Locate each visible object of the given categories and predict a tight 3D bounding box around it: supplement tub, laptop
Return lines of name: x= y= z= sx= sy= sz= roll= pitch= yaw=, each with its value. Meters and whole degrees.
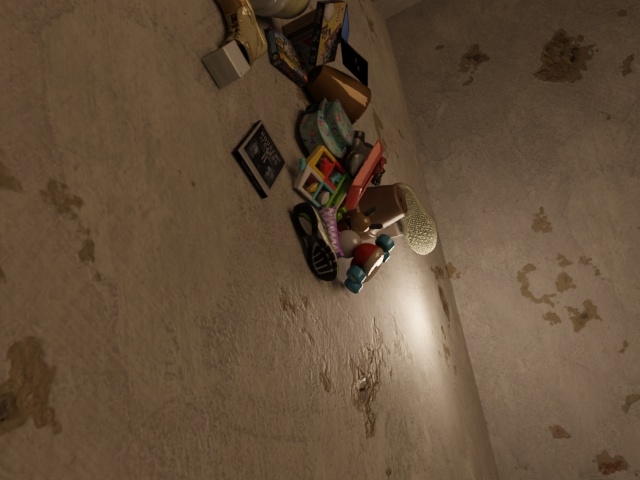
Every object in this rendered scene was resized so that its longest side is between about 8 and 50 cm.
supplement tub: x=-0.181 y=-0.976 z=1.733 sx=0.235 sy=0.236 sz=0.325 roll=66 pitch=26 yaw=-13
laptop: x=0.164 y=-0.865 z=2.044 sx=0.264 sy=0.136 sz=0.234 roll=47 pitch=0 yaw=9

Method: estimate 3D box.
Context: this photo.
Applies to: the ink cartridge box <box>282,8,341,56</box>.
ink cartridge box: x=-0.027 y=-0.930 z=2.054 sx=0.235 sy=0.193 sz=0.088 roll=-13 pitch=87 yaw=-63

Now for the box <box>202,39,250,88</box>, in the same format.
box: x=-0.291 y=-0.549 z=1.419 sx=0.101 sy=0.087 sz=0.102 roll=58 pitch=29 yaw=-27

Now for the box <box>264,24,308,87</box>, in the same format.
box: x=-0.138 y=-0.762 z=1.902 sx=0.233 sy=0.044 sz=0.159 roll=14 pitch=61 yaw=-60

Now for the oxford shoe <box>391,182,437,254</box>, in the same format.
oxford shoe: x=0.467 y=-0.119 z=2.313 sx=0.449 sy=0.169 sz=0.130 roll=57 pitch=13 yaw=-28

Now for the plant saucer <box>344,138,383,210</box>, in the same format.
plant saucer: x=0.186 y=-0.263 z=1.943 sx=0.259 sy=0.048 sz=0.258 roll=-59 pitch=174 yaw=-19

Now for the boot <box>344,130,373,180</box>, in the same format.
boot: x=0.170 y=-0.365 z=2.165 sx=0.338 sy=0.118 sz=0.222 roll=21 pitch=75 yaw=-68

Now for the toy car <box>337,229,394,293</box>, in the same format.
toy car: x=0.129 y=0.042 z=1.812 sx=0.238 sy=0.219 sz=0.210 roll=39 pitch=-20 yaw=15

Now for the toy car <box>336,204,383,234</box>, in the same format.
toy car: x=0.159 y=-0.076 z=1.893 sx=0.155 sy=0.189 sz=0.149 roll=65 pitch=27 yaw=-16

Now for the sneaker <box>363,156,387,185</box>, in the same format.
sneaker: x=0.266 y=-0.369 z=2.357 sx=0.135 sy=0.097 sz=0.276 roll=20 pitch=34 yaw=-2

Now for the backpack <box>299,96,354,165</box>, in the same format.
backpack: x=0.024 y=-0.442 z=1.877 sx=0.225 sy=0.191 sz=0.253 roll=56 pitch=35 yaw=-32

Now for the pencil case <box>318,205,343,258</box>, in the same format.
pencil case: x=0.036 y=-0.028 z=1.736 sx=0.086 sy=0.088 sz=0.206 roll=26 pitch=52 yaw=-58

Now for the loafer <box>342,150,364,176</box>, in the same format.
loafer: x=0.123 y=-0.312 z=1.869 sx=0.087 sy=0.094 sz=0.251 roll=32 pitch=0 yaw=7

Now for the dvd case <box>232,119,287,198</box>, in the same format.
dvd case: x=-0.193 y=-0.272 z=1.507 sx=0.179 sy=0.030 sz=0.238 roll=58 pitch=30 yaw=-27

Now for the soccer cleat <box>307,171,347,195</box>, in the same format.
soccer cleat: x=0.018 y=-0.232 z=1.861 sx=0.248 sy=0.095 sz=0.083 roll=9 pitch=103 yaw=-47

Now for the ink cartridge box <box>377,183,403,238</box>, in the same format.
ink cartridge box: x=0.349 y=-0.146 z=2.393 sx=0.198 sy=0.115 sz=0.272 roll=-9 pitch=83 yaw=-64

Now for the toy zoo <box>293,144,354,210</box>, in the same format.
toy zoo: x=0.007 y=-0.230 z=1.751 sx=0.293 sy=0.030 sz=0.192 roll=41 pitch=77 yaw=-48

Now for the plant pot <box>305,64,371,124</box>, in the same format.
plant pot: x=0.060 y=-0.671 z=2.062 sx=0.254 sy=0.237 sz=0.237 roll=32 pitch=45 yaw=-35

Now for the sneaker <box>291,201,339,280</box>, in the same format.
sneaker: x=0.000 y=0.000 z=1.633 sx=0.121 sy=0.111 sz=0.299 roll=-32 pitch=105 yaw=-68

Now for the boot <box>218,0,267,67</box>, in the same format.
boot: x=-0.286 y=-0.715 z=1.531 sx=0.262 sy=0.095 sz=0.203 roll=60 pitch=29 yaw=-32

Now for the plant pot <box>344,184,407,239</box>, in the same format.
plant pot: x=0.270 y=-0.158 z=2.118 sx=0.263 sy=0.229 sz=0.263 roll=41 pitch=39 yaw=-45

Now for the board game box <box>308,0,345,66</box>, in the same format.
board game box: x=0.026 y=-0.869 z=1.912 sx=0.165 sy=0.042 sz=0.243 roll=-39 pitch=149 yaw=-47
